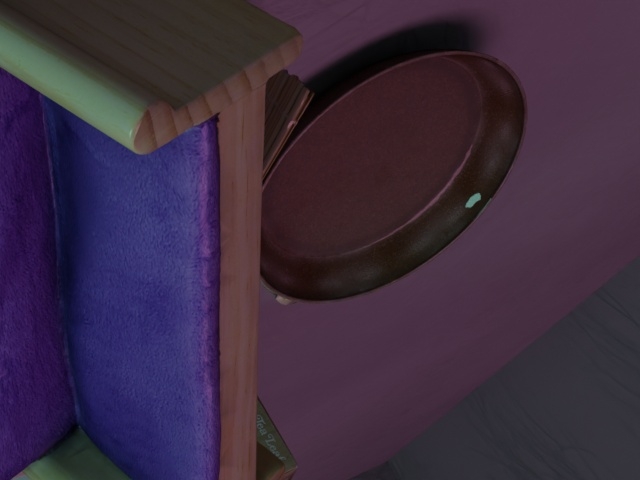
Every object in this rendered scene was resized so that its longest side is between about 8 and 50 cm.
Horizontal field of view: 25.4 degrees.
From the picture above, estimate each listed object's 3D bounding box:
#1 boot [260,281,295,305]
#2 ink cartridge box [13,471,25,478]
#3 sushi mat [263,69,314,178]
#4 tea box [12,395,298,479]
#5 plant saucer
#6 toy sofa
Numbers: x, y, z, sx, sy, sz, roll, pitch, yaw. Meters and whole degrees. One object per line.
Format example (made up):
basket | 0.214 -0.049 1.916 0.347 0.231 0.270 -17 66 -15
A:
boot | 0.000 0.000 1.544 0.165 0.077 0.213 -32 165 7
ink cartridge box | -0.205 0.012 0.922 0.207 0.117 0.283 -5 124 -59
sushi mat | -0.106 0.002 1.067 0.019 0.151 0.316 26 100 -27
tea box | -0.232 0.301 1.735 0.324 0.220 0.329 -25 163 -20
plant saucer | 0.058 -0.066 1.364 0.311 0.050 0.310 -23 142 -19
toy sofa | -0.124 0.034 0.784 0.177 0.150 0.362 -36 145 -35
